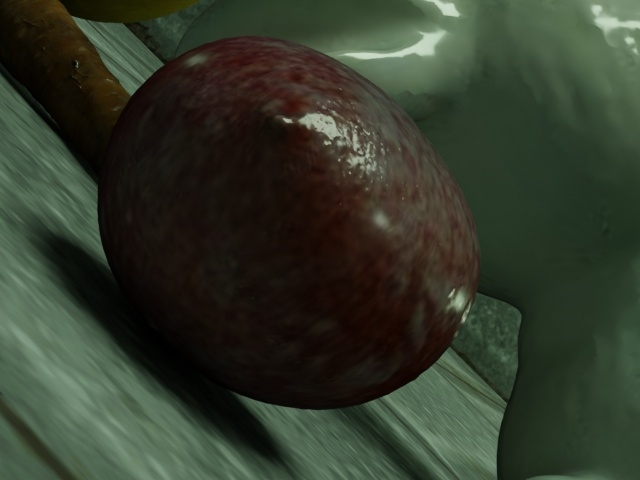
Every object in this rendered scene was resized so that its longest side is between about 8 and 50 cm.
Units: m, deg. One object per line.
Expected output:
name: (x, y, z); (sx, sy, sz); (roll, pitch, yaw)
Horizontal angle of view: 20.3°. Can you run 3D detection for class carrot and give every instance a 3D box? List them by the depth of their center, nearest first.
carrot: (-0.090, -0.053, 0.706); (0.165, 0.035, 0.035); (49, 4, 38)

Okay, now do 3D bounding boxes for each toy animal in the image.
toy animal: (0.099, 0.003, 0.731); (0.310, 0.247, 0.183); (60, -19, -5)

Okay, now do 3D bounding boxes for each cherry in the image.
cherry: (-0.005, 0.007, 0.516); (0.107, 0.090, 0.225); (33, -10, 12)

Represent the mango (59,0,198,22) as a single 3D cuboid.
mango: (-0.174, -0.259, 0.967); (0.253, 0.182, 0.365); (14, -17, 43)
